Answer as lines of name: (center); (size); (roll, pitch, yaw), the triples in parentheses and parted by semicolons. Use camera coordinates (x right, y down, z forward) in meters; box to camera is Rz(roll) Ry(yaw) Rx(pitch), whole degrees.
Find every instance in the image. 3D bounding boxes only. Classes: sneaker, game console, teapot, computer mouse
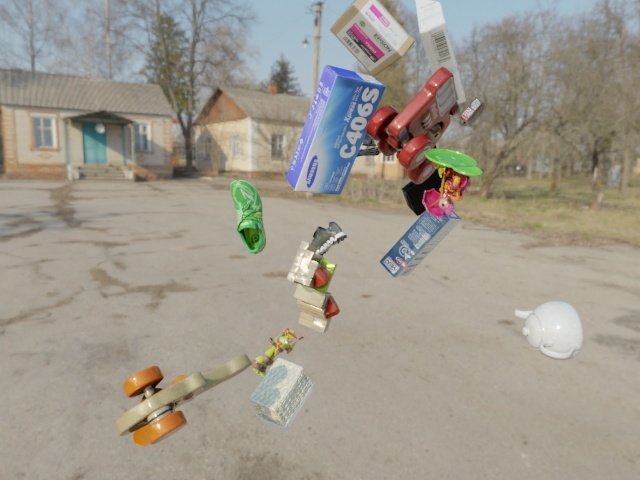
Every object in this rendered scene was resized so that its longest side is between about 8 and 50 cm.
sneaker: (-0.269, -0.088, 1.866); (0.109, 0.296, 0.123); (-15, 12, 2)
game console: (0.353, -0.271, 1.702); (0.213, 0.361, 0.044); (-39, 38, -9)
sneaker: (0.000, 0.000, 2.038); (0.234, 0.106, 0.078); (-35, -16, 29)
teapot: (0.909, 0.364, 1.961); (0.186, 0.253, 0.256); (-3, -23, -1)
computer mouse: (0.183, -0.389, 1.912); (0.183, 0.060, 0.262); (-2, 43, 27)

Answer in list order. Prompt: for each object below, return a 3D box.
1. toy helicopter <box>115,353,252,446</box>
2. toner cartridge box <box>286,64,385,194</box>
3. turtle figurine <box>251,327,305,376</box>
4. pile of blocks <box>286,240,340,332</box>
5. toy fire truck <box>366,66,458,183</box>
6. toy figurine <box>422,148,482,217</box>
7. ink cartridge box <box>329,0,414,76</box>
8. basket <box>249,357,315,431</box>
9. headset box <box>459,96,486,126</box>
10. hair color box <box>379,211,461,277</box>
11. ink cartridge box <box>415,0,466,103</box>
toy helicopter: (-0.313, 0.364, 1.162); (0.354, 0.140, 0.235); (-17, -23, -48)
toner cartridge box: (0.037, -0.297, 1.379); (0.165, 0.348, 0.075); (1, 37, -32)
turtle figurine: (-0.166, 0.399, 1.813); (0.087, 0.217, 0.269); (42, -10, 14)
pile of blocks: (0.007, 0.137, 1.345); (0.112, 0.149, 0.362); (20, -30, 17)
toy fire truck: (0.290, -0.320, 1.379); (0.169, 0.254, 0.302); (48, 8, 22)
toy figurine: (0.322, -0.128, 1.242); (0.130, 0.159, 0.173); (-4, 31, -22)
ink cartridge box: (0.171, -0.697, 1.665); (0.234, 0.088, 0.193); (42, -17, -15)
basket: (-0.112, 0.442, 1.424); (0.113, 0.103, 0.167); (11, 48, 33)
headset box: (0.466, -0.392, 1.509); (0.032, 0.083, 0.062); (45, 17, 23)
hair color box: (0.423, 0.001, 2.081); (0.105, 0.347, 0.173); (48, 22, 22)
ink cartridge box: (0.424, -0.710, 1.741); (0.091, 0.308, 0.385); (-13, 46, 22)
